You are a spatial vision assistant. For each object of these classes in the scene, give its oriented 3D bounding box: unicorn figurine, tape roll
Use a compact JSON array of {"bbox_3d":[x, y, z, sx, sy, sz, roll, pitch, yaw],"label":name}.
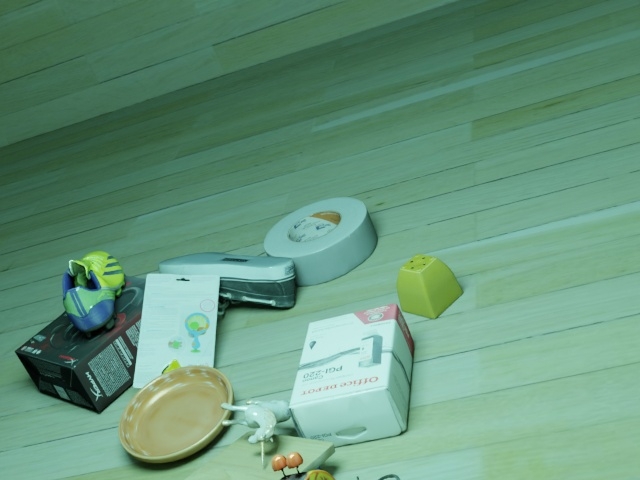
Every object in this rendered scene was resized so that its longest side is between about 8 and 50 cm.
[{"bbox_3d":[-0.088,0.259,1.413,0.111,0.060,0.162,-2,14,33],"label":"unicorn figurine"},{"bbox_3d":[0.000,0.000,1.930,0.219,0.072,0.219,-18,27,9],"label":"tape roll"}]

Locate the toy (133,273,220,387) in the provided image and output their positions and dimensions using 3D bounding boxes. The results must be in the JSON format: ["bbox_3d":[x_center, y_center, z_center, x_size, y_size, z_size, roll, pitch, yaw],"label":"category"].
[{"bbox_3d":[-0.257,0.171,1.757,0.137,0.056,0.237,1,51,-2],"label":"toy"}]

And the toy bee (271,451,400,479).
[{"bbox_3d":[-0.027,0.350,1.184,0.195,0.162,0.298,-29,17,19],"label":"toy bee"}]

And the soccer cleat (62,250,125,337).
[{"bbox_3d":[-0.433,0.070,1.830,0.093,0.121,0.289,-23,25,1],"label":"soccer cleat"}]

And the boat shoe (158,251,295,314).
[{"bbox_3d":[-0.182,0.083,1.879,0.306,0.105,0.113,1,13,24],"label":"boat shoe"}]

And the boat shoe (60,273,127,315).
[{"bbox_3d":[-0.481,0.125,2.071,0.080,0.073,0.223,-7,30,28],"label":"boat shoe"}]

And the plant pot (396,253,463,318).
[{"bbox_3d":[0.178,0.071,1.642,0.081,0.083,0.081,-39,31,-29],"label":"plant pot"}]

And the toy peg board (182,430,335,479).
[{"bbox_3d":[-0.082,0.347,1.360,0.161,0.079,0.160,0,18,37],"label":"toy peg board"}]

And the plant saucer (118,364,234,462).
[{"bbox_3d":[-0.232,0.288,1.586,0.200,0.037,0.200,-14,35,10],"label":"plant saucer"}]

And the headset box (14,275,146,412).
[{"bbox_3d":[-0.400,0.179,1.865,0.218,0.110,0.293,6,38,45],"label":"headset box"}]

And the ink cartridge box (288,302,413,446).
[{"bbox_3d":[0.051,0.205,1.482,0.158,0.092,0.218,-15,29,17],"label":"ink cartridge box"}]
